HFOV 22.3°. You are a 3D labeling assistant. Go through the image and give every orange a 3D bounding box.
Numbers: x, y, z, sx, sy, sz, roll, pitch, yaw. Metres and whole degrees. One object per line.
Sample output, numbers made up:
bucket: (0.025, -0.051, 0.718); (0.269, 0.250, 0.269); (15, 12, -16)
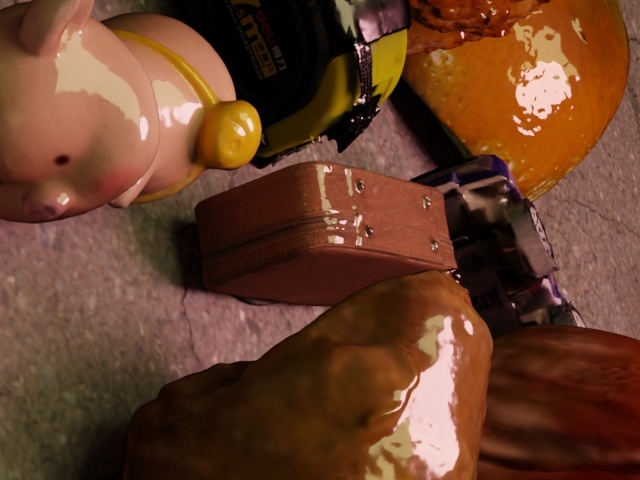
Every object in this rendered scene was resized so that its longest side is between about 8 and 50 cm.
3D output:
orange: (0.192, -0.197, 1.619); (0.262, 0.196, 0.334); (47, 43, -9)

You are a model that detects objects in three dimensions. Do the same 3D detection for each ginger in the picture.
ginger: (0.002, 0.159, 1.028); (0.200, 0.269, 0.223); (59, 11, -75)

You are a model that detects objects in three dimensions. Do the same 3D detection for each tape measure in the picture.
tape measure: (-0.012, -0.165, 1.259); (0.112, 0.186, 0.199); (-28, 96, -36)

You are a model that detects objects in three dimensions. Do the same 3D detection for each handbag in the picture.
handbag: (0.000, 0.000, 1.220); (0.193, 0.151, 0.072); (9, 68, -56)

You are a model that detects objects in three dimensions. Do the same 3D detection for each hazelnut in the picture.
hazelnut: (0.183, 0.244, 1.214); (0.372, 0.315, 0.372); (12, 55, -17)

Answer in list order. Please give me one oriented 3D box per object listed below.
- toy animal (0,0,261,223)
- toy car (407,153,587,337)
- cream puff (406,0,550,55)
toy animal: (-0.142, -0.084, 1.056); (0.248, 0.165, 0.149); (7, 61, -61)
toy car: (0.133, 0.043, 1.391); (0.235, 0.172, 0.158); (63, 18, -17)
cream puff: (0.091, -0.266, 1.368); (0.303, 0.303, 0.212); (20, 61, -50)
